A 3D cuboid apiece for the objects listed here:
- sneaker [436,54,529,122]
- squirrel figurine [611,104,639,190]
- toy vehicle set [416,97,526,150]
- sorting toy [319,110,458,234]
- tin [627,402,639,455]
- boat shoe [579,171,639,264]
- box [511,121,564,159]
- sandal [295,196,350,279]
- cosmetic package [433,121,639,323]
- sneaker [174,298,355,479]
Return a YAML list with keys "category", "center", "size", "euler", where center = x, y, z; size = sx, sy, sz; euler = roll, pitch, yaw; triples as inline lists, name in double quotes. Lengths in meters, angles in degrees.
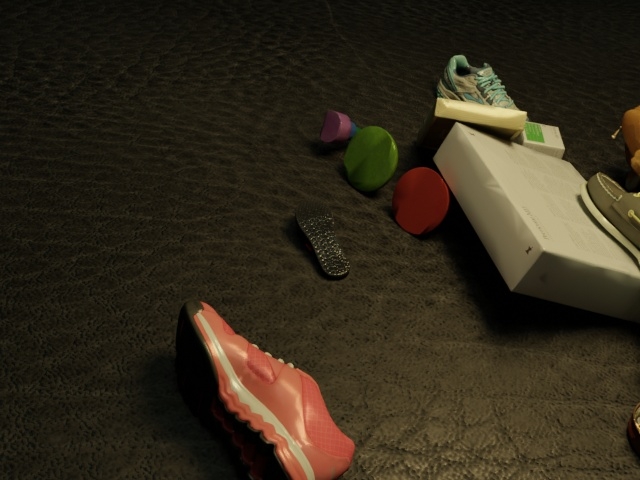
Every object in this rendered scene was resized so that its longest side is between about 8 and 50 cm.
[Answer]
- category: "sneaker"
  center: [0.382, -0.346, 1.609]
  size: [0.110, 0.122, 0.283]
  euler: [-19, 45, -30]
- category: "squirrel figurine"
  center: [0.728, -0.124, 1.278]
  size: [0.397, 0.281, 0.370]
  euler: [43, 5, -5]
- category: "toy vehicle set"
  center: [0.292, -0.219, 1.365]
  size: [0.165, 0.035, 0.267]
  euler: [10, -4, 1]
- category: "sorting toy"
  center: [0.147, -0.142, 1.342]
  size: [0.126, 0.127, 0.365]
  euler: [3, 33, -46]
- category: "tin"
  center: [0.510, 0.273, 0.908]
  size: [0.189, 0.040, 0.106]
  euler: [13, 34, 7]
- category: "boat shoe"
  center: [0.527, -0.020, 1.082]
  size: [0.109, 0.091, 0.305]
  euler: [12, 35, -28]
- category: "box"
  center: [0.448, -0.180, 1.425]
  size: [0.087, 0.102, 0.101]
  euler: [11, 37, 1]
- category: "sandal"
  center: [0.000, 0.000, 1.173]
  size: [0.067, 0.040, 0.179]
  euler: [-11, 56, -15]
- category: "cosmetic package"
  center: [0.387, -0.040, 1.177]
  size: [0.284, 0.097, 0.377]
  euler: [16, 33, -24]
- category: "sneaker"
  center: [-0.078, 0.195, 0.866]
  size: [0.136, 0.116, 0.314]
  euler: [-12, 48, -39]
